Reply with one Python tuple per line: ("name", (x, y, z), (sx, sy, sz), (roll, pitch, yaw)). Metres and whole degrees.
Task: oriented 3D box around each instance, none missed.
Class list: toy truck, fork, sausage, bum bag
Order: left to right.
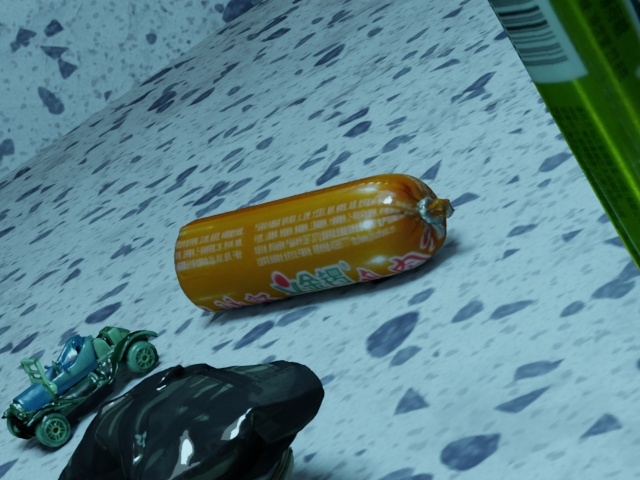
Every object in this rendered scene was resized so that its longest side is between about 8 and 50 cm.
("toy truck", (-0.229, 0.120, 1.626), (0.154, 0.078, 0.080), (-40, 20, -27))
("bum bag", (-0.109, 0.141, 1.284), (0.144, 0.095, 0.340), (-32, 7, -20))
("fork", (-0.102, 0.219, 1.236), (0.219, 0.028, 0.034), (-37, 25, -5))
("sausage", (0.000, 0.000, 1.557), (0.312, 0.093, 0.093), (-12, 25, 45))

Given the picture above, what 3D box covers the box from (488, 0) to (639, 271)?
("box", (0.200, -0.144, 1.183), (0.134, 0.345, 0.097), (-36, 17, -17))
